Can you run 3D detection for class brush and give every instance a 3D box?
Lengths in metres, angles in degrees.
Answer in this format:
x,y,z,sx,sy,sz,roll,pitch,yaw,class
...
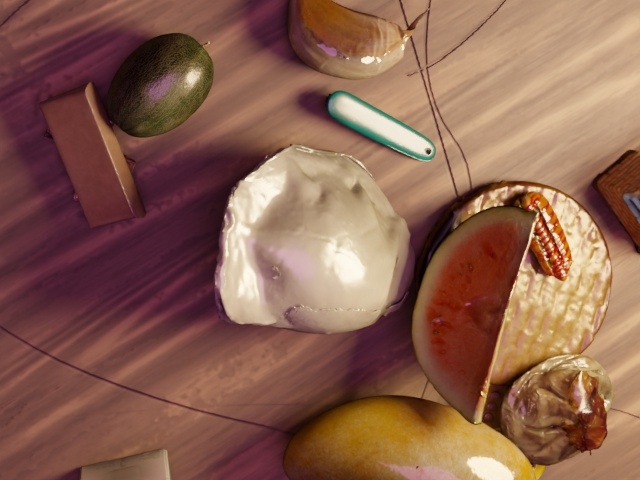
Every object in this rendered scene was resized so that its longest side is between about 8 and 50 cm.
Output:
x,y,z,sx,sy,sz,roll,pitch,yaw,class
0.086,-0.164,1.436,0.193,0.032,0.043,24,91,-27,brush

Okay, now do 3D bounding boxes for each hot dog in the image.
x,y,z,sx,sy,sz,roll,pitch,yaw,class
0.332,-0.005,1.467,0.062,0.038,0.144,-30,102,-7,hot dog

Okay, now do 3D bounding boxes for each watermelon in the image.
x,y,z,sx,sy,sz,roll,pitch,yaw,class
0.236,0.101,1.419,0.128,0.159,0.303,18,88,-42,watermelon

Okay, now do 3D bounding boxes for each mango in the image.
x,y,z,sx,sy,sz,roll,pitch,yaw,class
0.135,0.343,1.456,0.384,0.199,0.221,13,117,-3,mango

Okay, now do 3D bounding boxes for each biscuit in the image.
x,y,z,sx,sy,sz,roll,pitch,yaw,class
0.296,0.066,1.509,0.318,0.040,0.317,-1,98,-11,biscuit

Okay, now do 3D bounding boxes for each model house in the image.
x,y,z,sx,sy,sz,roll,pitch,yaw,class
0.546,-0.069,1.470,0.183,0.172,0.166,-40,105,-2,model house

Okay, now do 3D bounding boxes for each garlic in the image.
x,y,z,sx,sy,sz,roll,pitch,yaw,class
0.048,-0.286,1.374,0.198,0.090,0.128,11,86,-9,garlic

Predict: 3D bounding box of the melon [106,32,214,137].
x,y,z,sx,sy,sz,roll,pitch,yaw,class
-0.209,-0.209,1.320,0.167,0.114,0.114,-42,106,-2,melon

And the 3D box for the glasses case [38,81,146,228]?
x,y,z,sx,sy,sz,roll,pitch,yaw,class
-0.312,-0.114,1.353,0.103,0.070,0.193,-13,107,20,glasses case

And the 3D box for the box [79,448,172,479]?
x,y,z,sx,sy,sz,roll,pitch,yaw,class
-0.277,0.356,1.412,0.130,0.129,0.051,-11,103,-9,box

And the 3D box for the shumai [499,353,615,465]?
x,y,z,sx,sy,sz,roll,pitch,yaw,class
0.378,0.268,1.489,0.201,0.120,0.201,-8,114,-20,shumai

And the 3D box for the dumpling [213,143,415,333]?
x,y,z,sx,sy,sz,roll,pitch,yaw,class
0.003,0.000,1.373,0.341,0.181,0.260,2,92,-19,dumpling

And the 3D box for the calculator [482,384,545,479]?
x,y,z,sx,sy,sz,roll,pitch,yaw,class
0.295,0.314,1.570,0.146,0.032,0.234,7,98,-13,calculator
